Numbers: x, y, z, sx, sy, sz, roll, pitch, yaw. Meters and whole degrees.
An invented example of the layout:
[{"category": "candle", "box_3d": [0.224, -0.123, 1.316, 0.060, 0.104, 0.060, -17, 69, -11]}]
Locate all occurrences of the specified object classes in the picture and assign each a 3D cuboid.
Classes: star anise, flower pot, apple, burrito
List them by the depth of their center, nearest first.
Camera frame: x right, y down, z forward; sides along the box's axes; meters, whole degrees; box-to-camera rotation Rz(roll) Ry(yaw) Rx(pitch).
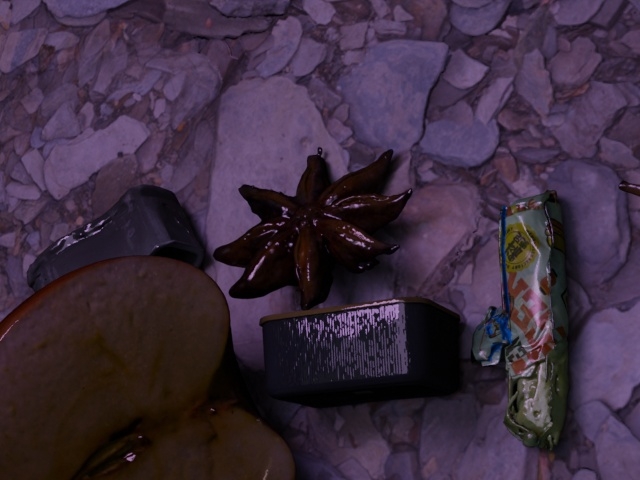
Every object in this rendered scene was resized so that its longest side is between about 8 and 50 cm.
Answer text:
[{"category": "apple", "box_3d": [-0.219, 0.212, 1.210, 0.365, 0.295, 0.329, -33, 60, -26]}, {"category": "burrito", "box_3d": [0.213, 0.082, 1.247, 0.104, 0.054, 0.288, -8, 70, 25]}, {"category": "star anise", "box_3d": [0.000, 0.000, 1.365, 0.272, 0.102, 0.272, -16, 42, 15]}, {"category": "flower pot", "box_3d": [-0.263, 0.033, 1.481, 0.229, 0.103, 0.108, -36, 60, 13]}]

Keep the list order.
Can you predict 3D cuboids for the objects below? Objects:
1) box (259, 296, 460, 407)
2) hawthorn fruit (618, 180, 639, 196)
[{"category": "box", "box_3d": [0.045, 0.126, 1.269, 0.201, 0.144, 0.090, -9, 73, 23]}, {"category": "hawthorn fruit", "box_3d": [0.411, -0.027, 1.105, 0.266, 0.210, 0.230, 8, 90, 43]}]
